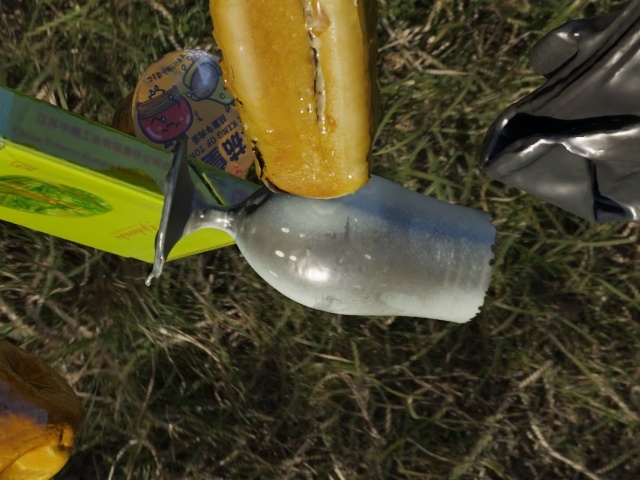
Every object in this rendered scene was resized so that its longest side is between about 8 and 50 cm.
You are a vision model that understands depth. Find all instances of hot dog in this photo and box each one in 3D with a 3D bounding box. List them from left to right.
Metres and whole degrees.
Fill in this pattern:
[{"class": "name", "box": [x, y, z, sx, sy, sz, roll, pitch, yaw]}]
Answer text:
[{"class": "hot dog", "box": [-0.013, -0.127, 0.412, 0.083, 0.289, 0.068, -1, 52, 5]}]

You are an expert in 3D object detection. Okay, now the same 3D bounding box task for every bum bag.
[{"class": "bum bag", "box": [0.162, -0.083, 0.309, 0.123, 0.248, 0.060, 13, 58, -13]}]

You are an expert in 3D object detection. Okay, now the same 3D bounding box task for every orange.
[{"class": "orange", "box": [-0.445, 0.232, 1.116, 0.249, 0.249, 0.183, 38, 85, -10]}]

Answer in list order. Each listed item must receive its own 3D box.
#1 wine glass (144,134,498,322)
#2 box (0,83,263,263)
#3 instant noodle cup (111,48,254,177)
[{"class": "wine glass", "box": [0.000, 0.000, 0.574, 0.222, 0.103, 0.103, 11, 85, -7]}, {"class": "box", "box": [-0.223, -0.054, 0.643, 0.335, 0.187, 0.047, 20, 69, -35]}, {"class": "instant noodle cup", "box": [-0.223, -0.176, 1.340, 0.215, 0.172, 0.216, 3, 85, -33]}]
